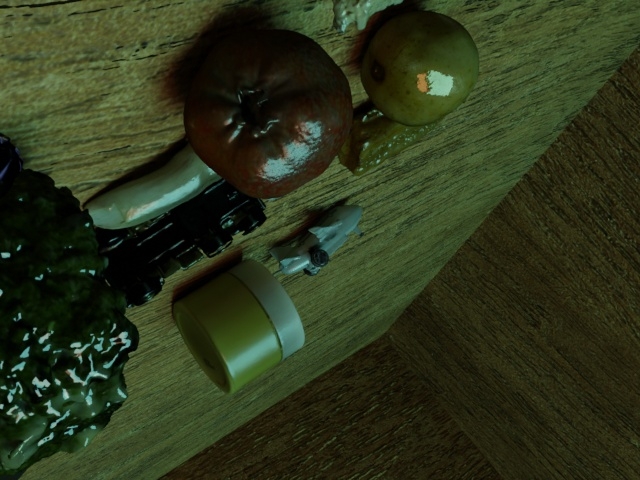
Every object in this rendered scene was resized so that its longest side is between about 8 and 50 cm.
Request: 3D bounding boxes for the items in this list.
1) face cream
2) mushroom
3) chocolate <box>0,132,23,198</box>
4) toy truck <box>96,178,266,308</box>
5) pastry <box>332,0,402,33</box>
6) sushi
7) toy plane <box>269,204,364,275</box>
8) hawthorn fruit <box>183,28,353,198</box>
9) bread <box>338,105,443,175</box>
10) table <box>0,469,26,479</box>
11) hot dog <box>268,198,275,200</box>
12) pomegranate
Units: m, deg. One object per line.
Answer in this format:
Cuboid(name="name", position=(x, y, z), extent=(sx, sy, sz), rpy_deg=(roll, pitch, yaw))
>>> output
Cuboid(name="face cream", position=(-0.168, 0.174, 1.542), extent=(0.179, 0.218, 0.218), rpy_deg=(-32, 162, -24))
Cuboid(name="mushroom", position=(-0.223, -0.076, 1.053), extent=(0.209, 0.071, 0.084), rpy_deg=(-32, 157, -15))
Cuboid(name="chocolate", position=(-0.315, -0.090, 0.673), extent=(0.072, 0.147, 0.070), rpy_deg=(-29, 165, -12))
Cuboid(name="toy truck", position=(-0.214, -0.010, 1.152), extent=(0.257, 0.127, 0.127), rpy_deg=(-36, 177, -14))
Cuboid(name="pastry", position=(0.120, -0.373, 0.998), extent=(0.258, 0.089, 0.121), rpy_deg=(-34, 167, -27))
Cuboid(name="sushi", position=(-0.346, 0.102, 0.842), extent=(0.178, 0.294, 0.352), rpy_deg=(-20, 156, -40))
Cuboid(name="toy plane", position=(0.003, 0.004, 1.692), extent=(0.255, 0.101, 0.251), rpy_deg=(-34, 174, -22))
Cuboid(name="hawthorn fruit", position=(-0.057, -0.158, 0.984), extent=(0.210, 0.210, 0.262), rpy_deg=(-42, 172, 6))
Cuboid(name="bread", position=(0.147, -0.232, 1.444), extent=(0.271, 0.077, 0.139), rpy_deg=(-35, 159, -24))
Cuboid(name="table", position=(-0.579, 0.336, 1.138), extent=(0.193, 0.172, 0.169), rpy_deg=(-49, 162, 13))
Cuboid(name="hot dog", position=(-0.056, -0.158, 1.193), extent=(0.144, 0.075, 0.268), rpy_deg=(-22, 159, -36))
Cuboid(name="pomegranate", position=(0.162, -0.277, 1.209), extent=(0.196, 0.196, 0.196), rpy_deg=(-37, 163, -13))
